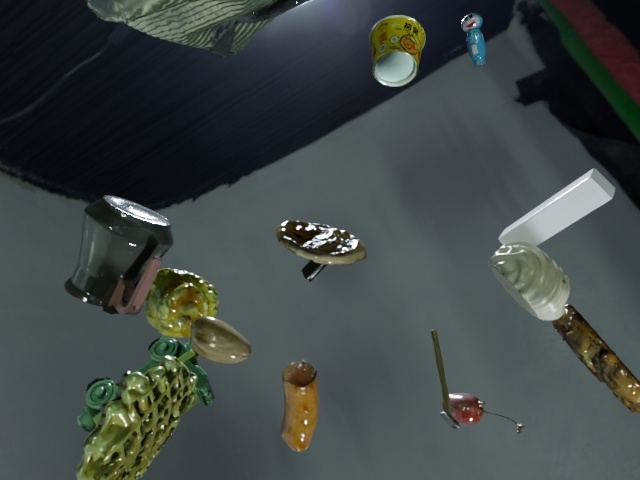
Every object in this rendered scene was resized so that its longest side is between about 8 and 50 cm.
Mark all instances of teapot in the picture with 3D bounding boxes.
[{"bbox_3d":[-0.679,0.070,1.554,0.376,0.361,0.306,30,7,37],"label":"teapot"}]

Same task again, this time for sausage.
[{"bbox_3d":[-0.058,0.456,1.237,0.109,0.109,0.270,-85,180,-66],"label":"sausage"}]

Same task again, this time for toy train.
[{"bbox_3d":[-0.512,0.472,1.379,0.253,0.397,0.160,32,-39,33],"label":"toy train"}]

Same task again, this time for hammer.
[{"bbox_3d":[0.236,0.260,0.887,0.062,0.013,0.198,45,31,-35],"label":"hammer"}]

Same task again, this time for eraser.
[{"bbox_3d":[0.630,-0.067,1.231,0.078,0.298,0.076,48,46,5],"label":"eraser"}]

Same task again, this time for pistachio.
[{"bbox_3d":[-0.278,0.277,1.248,0.186,0.108,0.126,28,16,10],"label":"pistachio"}]

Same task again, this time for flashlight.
[{"bbox_3d":[0.387,-0.499,1.130,0.051,0.051,0.129,-39,114,-76],"label":"flashlight"}]

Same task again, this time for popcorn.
[{"bbox_3d":[-0.601,0.269,1.925,0.336,0.279,0.274,12,42,-29],"label":"popcorn"}]

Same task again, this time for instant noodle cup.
[{"bbox_3d":[0.240,-0.588,1.437,0.182,0.182,0.144,45,45,-49],"label":"instant noodle cup"}]

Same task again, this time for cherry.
[{"bbox_3d":[0.451,0.491,1.285,0.107,0.226,0.090,36,66,-50],"label":"cherry"}]

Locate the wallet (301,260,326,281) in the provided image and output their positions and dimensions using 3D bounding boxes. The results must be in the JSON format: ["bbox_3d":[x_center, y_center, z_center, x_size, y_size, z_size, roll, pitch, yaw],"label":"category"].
[{"bbox_3d":[0.003,0.078,1.879,0.031,0.198,0.110,40,8,-26],"label":"wallet"}]

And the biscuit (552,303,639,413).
[{"bbox_3d":[0.692,0.294,1.122,0.289,0.081,0.334,41,17,-16],"label":"biscuit"}]

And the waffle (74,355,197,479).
[{"bbox_3d":[-0.367,0.389,0.925,0.073,0.317,0.297,21,-13,15],"label":"waffle"}]

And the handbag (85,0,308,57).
[{"bbox_3d":[-0.108,-0.376,0.513,0.240,0.341,0.247,-9,83,-56],"label":"handbag"}]

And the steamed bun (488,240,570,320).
[{"bbox_3d":[0.442,0.075,0.946,0.183,0.106,0.183,50,5,-6],"label":"steamed bun"}]

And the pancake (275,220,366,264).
[{"bbox_3d":[0.000,0.002,1.667,0.356,0.357,0.065,-82,-178,-68],"label":"pancake"}]
